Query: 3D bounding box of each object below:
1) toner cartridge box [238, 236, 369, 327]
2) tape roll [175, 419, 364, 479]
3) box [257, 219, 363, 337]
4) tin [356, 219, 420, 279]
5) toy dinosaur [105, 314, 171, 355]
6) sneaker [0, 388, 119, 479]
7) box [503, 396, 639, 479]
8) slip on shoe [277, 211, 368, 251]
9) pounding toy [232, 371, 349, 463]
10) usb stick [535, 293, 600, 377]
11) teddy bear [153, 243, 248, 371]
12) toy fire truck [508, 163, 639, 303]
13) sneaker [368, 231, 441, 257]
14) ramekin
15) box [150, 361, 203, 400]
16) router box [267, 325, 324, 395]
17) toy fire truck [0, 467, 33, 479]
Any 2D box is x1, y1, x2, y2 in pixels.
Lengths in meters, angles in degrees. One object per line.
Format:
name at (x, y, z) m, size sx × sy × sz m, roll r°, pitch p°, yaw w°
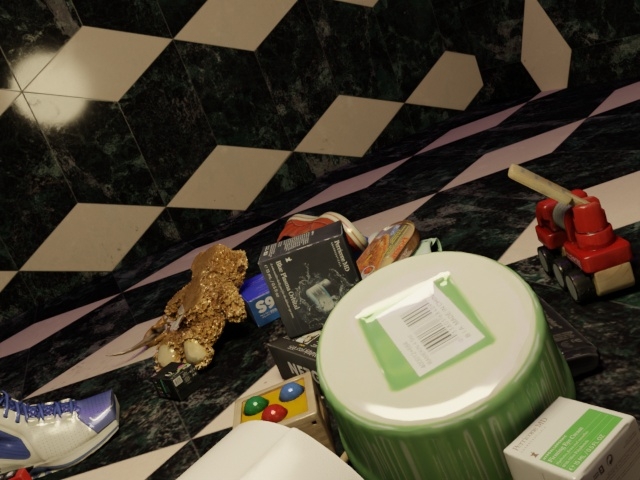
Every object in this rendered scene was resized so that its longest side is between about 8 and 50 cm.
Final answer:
toner cartridge box at (-0.033, 0.089, 1.544) m, size 0.348 × 0.075 × 0.165 m, roll -25°, pitch 17°, yaw -14°
tape roll at (-0.050, 0.299, 0.513) m, size 0.246 × 0.246 × 0.169 m, roll -6°, pitch 21°, yaw 46°
box at (-0.009, 0.069, 1.108) m, size 0.158 × 0.155 × 0.093 m, roll -20°, pitch 15°, yaw 6°
tin at (0.138, 0.032, 1.300) m, size 0.106 × 0.040 × 0.189 m, roll -5°, pitch 39°, yaw 54°
toy dinosaur at (-0.437, 0.253, 1.588) m, size 0.112 × 0.064 × 0.211 m, roll -35°, pitch 0°, yaw 21°
sneaker at (-0.551, 0.346, 1.151) m, size 0.316 × 0.182 × 0.127 m, roll -26°, pitch 17°, yaw -15°
box at (0.257, 0.230, 0.608) m, size 0.101 × 0.101 × 0.087 m, roll -31°, pitch 16°, yaw -28°
slip on shoe at (0.000, 0.000, 1.484) m, size 0.101 × 0.123 × 0.331 m, roll -53°, pitch 27°, yaw -19°
pounding toy at (-0.018, 0.263, 0.880) m, size 0.206 × 0.094 × 0.181 m, roll -22°, pitch 15°, yaw 1°
usb stick at (0.337, 0.132, 0.954) m, size 0.077 × 0.045 × 0.278 m, roll -14°, pitch 15°, yaw 1°
teddy bear at (-0.265, 0.167, 1.429) m, size 0.245 × 0.113 × 0.338 m, roll -34°, pitch 32°, yaw 23°
toy fire truck at (0.414, -0.039, 1.050) m, size 0.159 × 0.246 × 0.217 m, roll -19°, pitch 15°, yaw 7°
sneaker at (0.196, 0.032, 1.389) m, size 0.151 × 0.094 × 0.256 m, roll -25°, pitch 24°, yaw 8°
ramekin at (0.142, 0.153, 0.755) m, size 0.304 × 0.148 × 0.303 m, roll -17°, pitch 37°, yaw 13°
box at (-0.294, 0.286, 1.258) m, size 0.083 × 0.052 × 0.062 m, roll -7°, pitch 19°, yaw 45°
router box at (0.089, 0.174, 1.068) m, size 0.243 × 0.080 × 0.309 m, roll -30°, pitch 17°, yaw -29°
toy fire truck at (-0.547, 0.452, 1.036) m, size 0.192 × 0.047 × 0.135 m, roll -23°, pitch 16°, yaw -2°
